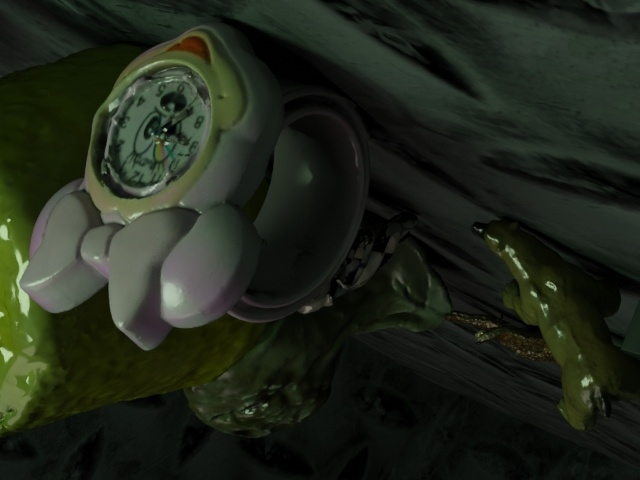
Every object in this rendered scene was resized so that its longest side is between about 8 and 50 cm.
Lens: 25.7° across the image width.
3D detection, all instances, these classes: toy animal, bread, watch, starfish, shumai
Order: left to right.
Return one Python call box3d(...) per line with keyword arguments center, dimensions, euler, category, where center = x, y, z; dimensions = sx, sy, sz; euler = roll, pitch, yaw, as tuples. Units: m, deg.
box3d(center=(-0.244, 0.004, 1.274), dimensions=(0.348, 0.348, 0.308), euler=(22, -152, 39), category="bread")
box3d(center=(-0.068, -0.020, 1.076), dimensions=(0.211, 0.248, 0.217), euler=(18, 171, 39), category="watch")
box3d(center=(-0.016, 0.064, 1.617), dimensions=(0.289, 0.291, 0.330), euler=(-9, 160, 23), category="shumai")
box3d(center=(0.258, 0.127, 1.816), dimensions=(0.231, 0.048, 0.295), euler=(19, 178, -16), category="starfish")
box3d(center=(0.213, 0.070, 1.213), dimensions=(0.101, 0.103, 0.218), euler=(29, -149, -58), category="toy animal")

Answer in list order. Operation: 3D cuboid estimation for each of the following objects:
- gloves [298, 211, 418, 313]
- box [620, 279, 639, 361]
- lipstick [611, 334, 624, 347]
box3d(center=(-0.001, 0.009, 1.417), dimensions=(0.212, 0.111, 0.127), euler=(3, -156, -36), category="gloves")
box3d(center=(0.305, 0.080, 1.128), dimensions=(0.084, 0.069, 0.122), euler=(29, 173, -27), category="box")
box3d(center=(0.320, 0.130, 1.535), dimensions=(0.186, 0.057, 0.063), euler=(26, 174, 38), category="lipstick")
